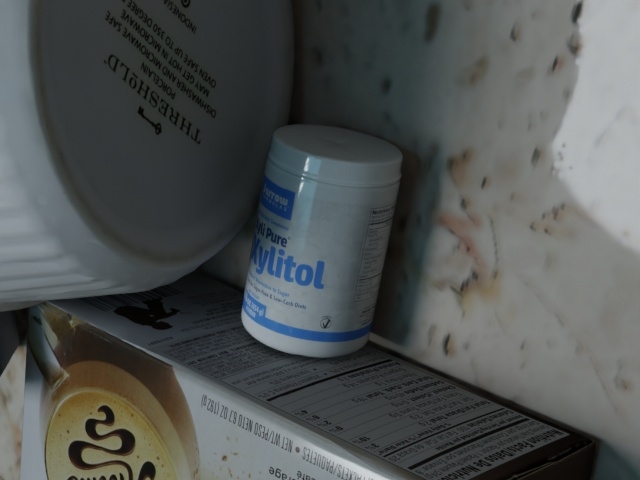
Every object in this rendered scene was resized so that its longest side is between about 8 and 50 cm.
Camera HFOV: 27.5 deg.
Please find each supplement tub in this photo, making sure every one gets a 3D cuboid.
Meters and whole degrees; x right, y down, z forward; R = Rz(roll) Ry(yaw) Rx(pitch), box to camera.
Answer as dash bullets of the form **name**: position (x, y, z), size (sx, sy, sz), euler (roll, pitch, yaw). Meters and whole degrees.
- **supplement tub**: position (0.000, 0.000, 0.677), size (0.071, 0.071, 0.107), euler (24, 114, 37)

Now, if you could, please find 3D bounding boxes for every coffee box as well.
- **coffee box**: position (-0.023, 0.139, 0.690), size (0.297, 0.119, 0.168), euler (21, 111, 38)

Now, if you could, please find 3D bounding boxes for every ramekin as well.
- **ramekin**: position (-0.119, -0.095, 0.647), size (0.127, 0.273, 0.272), euler (3, 100, 29)

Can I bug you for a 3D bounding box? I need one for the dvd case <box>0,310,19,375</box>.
- **dvd case**: position (-0.215, -0.008, 0.804), size (0.253, 0.022, 0.180), euler (-169, 71, -81)
